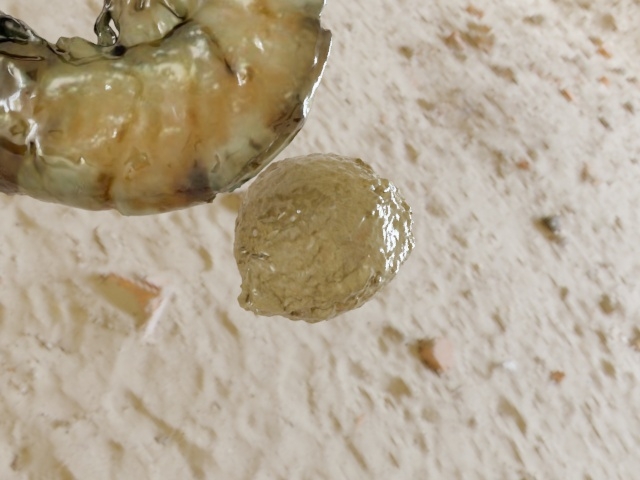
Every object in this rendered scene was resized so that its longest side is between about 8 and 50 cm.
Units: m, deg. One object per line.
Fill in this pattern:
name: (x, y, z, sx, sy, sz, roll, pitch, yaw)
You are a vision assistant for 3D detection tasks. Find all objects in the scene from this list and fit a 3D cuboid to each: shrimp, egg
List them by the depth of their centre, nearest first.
shrimp: (-0.172, -0.142, 0.559, 0.365, 0.233, 0.071, 14, -2, 6)
egg: (0.000, 0.000, 0.647, 0.116, 0.118, 0.140, 28, 21, 32)
